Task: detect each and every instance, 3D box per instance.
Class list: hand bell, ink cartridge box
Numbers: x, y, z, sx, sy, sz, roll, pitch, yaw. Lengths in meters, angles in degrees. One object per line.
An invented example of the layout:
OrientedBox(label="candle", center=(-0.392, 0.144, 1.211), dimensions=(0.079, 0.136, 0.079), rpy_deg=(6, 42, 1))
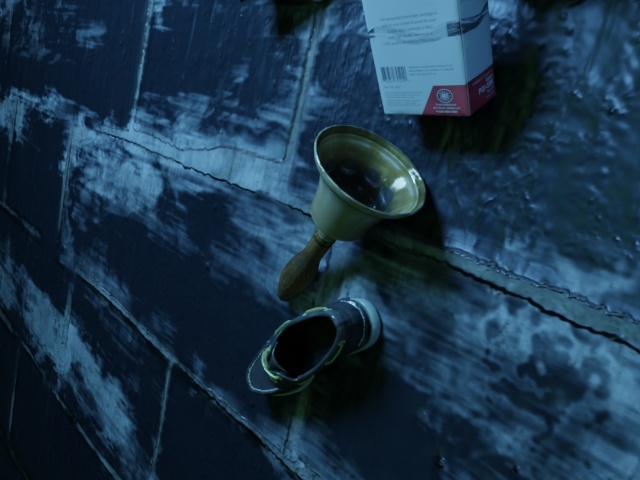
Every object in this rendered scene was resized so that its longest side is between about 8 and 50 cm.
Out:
OrientedBox(label="hand bell", center=(0.000, 0.000, 0.579), dimensions=(0.126, 0.126, 0.242), rpy_deg=(61, 138, 25))
OrientedBox(label="ink cartridge box", center=(0.099, -0.188, 0.460), dimensions=(0.099, 0.056, 0.135), rpy_deg=(15, 133, 42))

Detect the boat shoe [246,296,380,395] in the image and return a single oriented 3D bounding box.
OrientedBox(label="boat shoe", center=(-0.030, 0.134, 0.612), dimensions=(0.228, 0.069, 0.081), rpy_deg=(-39, 64, 36))

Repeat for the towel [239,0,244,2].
OrientedBox(label="towel", center=(-0.039, -0.488, 0.600), dimensions=(0.237, 0.037, 0.328), rpy_deg=(-12, 79, 37))
